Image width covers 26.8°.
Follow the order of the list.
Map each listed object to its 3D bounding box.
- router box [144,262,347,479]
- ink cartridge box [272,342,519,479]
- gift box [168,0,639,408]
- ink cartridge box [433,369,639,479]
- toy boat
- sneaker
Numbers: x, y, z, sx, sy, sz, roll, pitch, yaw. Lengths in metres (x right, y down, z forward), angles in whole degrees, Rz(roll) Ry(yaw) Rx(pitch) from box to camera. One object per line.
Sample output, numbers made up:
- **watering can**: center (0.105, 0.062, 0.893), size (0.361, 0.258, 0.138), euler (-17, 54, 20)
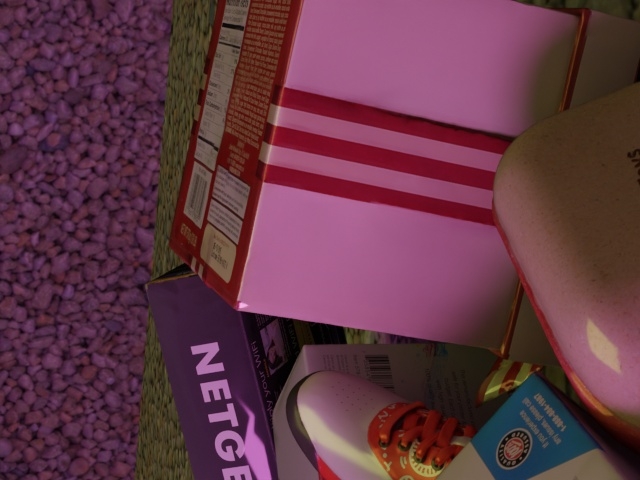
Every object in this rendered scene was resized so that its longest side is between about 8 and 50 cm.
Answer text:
- **router box**: center (-0.037, 0.152, 1.195), size (0.243, 0.081, 0.308), euler (-31, -71, -70)
- **ink cartridge box**: center (0.065, 0.159, 1.014), size (0.127, 0.176, 0.128), euler (111, 155, -55)
- **gift box**: center (0.053, -0.043, 0.919), size (0.255, 0.258, 0.276), euler (-136, 57, -68)
- **ink cartridge box**: center (0.113, 0.227, 0.671), size (0.232, 0.168, 0.171), euler (-48, 23, 8)
- **toy boat**: center (0.191, 0.031, 0.719), size (0.231, 0.151, 0.151), euler (-106, -6, -48)
- **sneaker**: center (0.104, 0.144, 0.857), size (0.270, 0.090, 0.145), euler (42, 137, 17)
